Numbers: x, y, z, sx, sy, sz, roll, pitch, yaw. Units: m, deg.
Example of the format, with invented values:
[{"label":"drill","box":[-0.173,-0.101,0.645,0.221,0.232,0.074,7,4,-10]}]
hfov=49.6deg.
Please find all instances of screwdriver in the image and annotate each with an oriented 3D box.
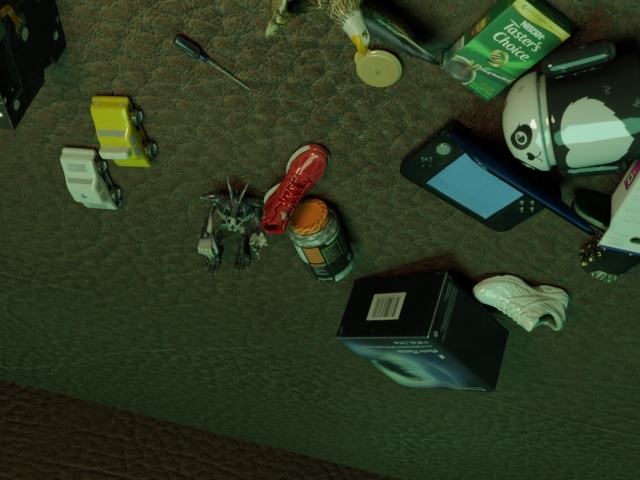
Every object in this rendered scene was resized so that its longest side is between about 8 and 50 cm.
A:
[{"label":"screwdriver","box":[-0.198,-0.324,1.278,0.170,0.024,0.025,31,170,-34]}]

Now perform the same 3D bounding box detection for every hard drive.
[{"label":"hard drive","box":[-0.514,-0.378,1.109,0.064,0.237,0.339,11,145,1]}]

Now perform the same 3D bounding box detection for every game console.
[{"label":"game console","box":[0.325,-0.079,1.319,0.293,0.173,0.250,28,141,-20]}]

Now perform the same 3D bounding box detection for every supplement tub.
[{"label":"supplement tub","box":[0.000,0.000,1.570,0.116,0.117,0.190,-2,141,19]}]

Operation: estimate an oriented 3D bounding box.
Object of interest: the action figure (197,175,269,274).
[{"label":"action figure","box":[-0.197,-0.018,1.584,0.164,0.141,0.276,1,145,-10]}]

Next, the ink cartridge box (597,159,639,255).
[{"label":"ink cartridge box","box":[0.648,-0.115,1.222,0.175,0.069,0.371,12,133,-1]}]

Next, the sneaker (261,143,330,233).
[{"label":"sneaker","box":[-0.053,-0.091,1.437,0.087,0.128,0.221,23,134,-16]}]

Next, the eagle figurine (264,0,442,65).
[{"label":"eagle figurine","box":[0.063,-0.368,1.034,0.298,0.225,0.226,-9,-166,-20]}]

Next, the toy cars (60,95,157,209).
[{"label":"toy cars","box":[-0.475,-0.164,1.513,0.176,0.087,0.393,29,141,-22]}]

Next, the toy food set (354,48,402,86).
[{"label":"toy food set","box":[0.101,-0.301,1.213,0.083,0.020,0.083,1,143,14]}]

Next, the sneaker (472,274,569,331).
[{"label":"sneaker","box":[0.475,0.156,1.640,0.232,0.115,0.090,9,144,4]}]

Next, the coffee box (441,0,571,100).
[{"label":"coffee box","box":[0.295,-0.315,1.120,0.113,0.040,0.184,29,141,-22]}]

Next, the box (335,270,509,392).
[{"label":"box","box":[0.254,0.234,1.715,0.296,0.183,0.294,-9,141,46]}]

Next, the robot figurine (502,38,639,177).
[{"label":"robot figurine","box":[0.436,-0.203,1.113,0.278,0.173,0.209,-6,96,24]}]

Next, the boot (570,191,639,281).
[{"label":"boot","box":[0.581,0.002,1.430,0.236,0.085,0.178,22,146,-10]}]
